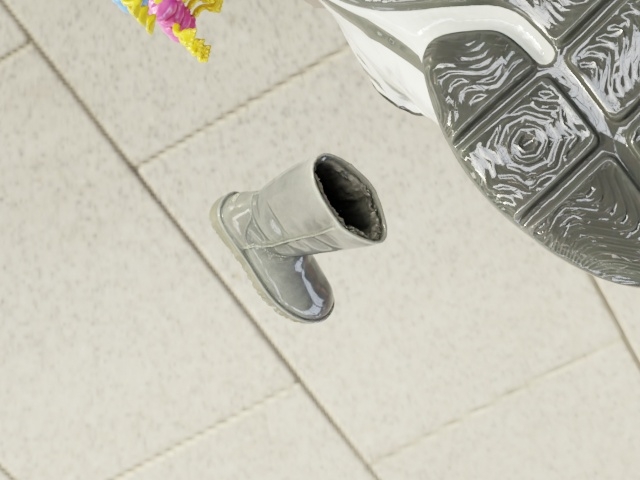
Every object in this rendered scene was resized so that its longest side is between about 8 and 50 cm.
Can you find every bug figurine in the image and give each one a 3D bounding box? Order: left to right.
[{"bbox_3d":[-0.163,-0.321,1.441,0.072,0.279,0.216,3,153,25],"label":"bug figurine"}]

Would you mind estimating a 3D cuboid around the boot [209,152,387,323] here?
[{"bbox_3d":[0.000,0.002,1.323,0.189,0.076,0.208,45,145,-22],"label":"boot"}]

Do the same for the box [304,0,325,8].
[{"bbox_3d":[0.051,-0.377,1.542,0.143,0.381,0.191,31,90,-20],"label":"box"}]

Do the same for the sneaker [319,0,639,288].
[{"bbox_3d":[0.150,-0.129,1.052,0.169,0.447,0.257,-43,160,5],"label":"sneaker"}]
